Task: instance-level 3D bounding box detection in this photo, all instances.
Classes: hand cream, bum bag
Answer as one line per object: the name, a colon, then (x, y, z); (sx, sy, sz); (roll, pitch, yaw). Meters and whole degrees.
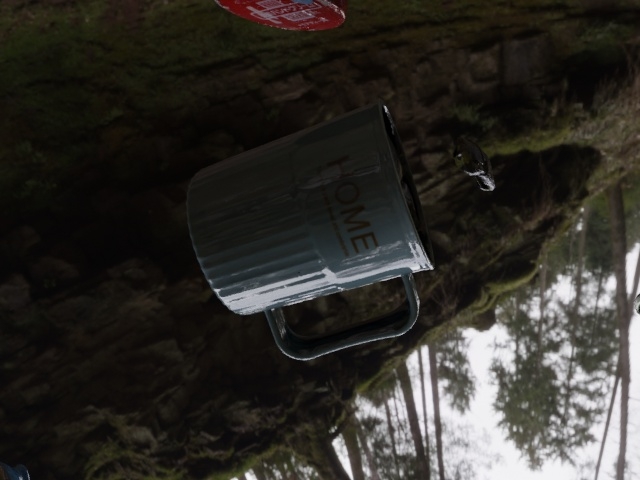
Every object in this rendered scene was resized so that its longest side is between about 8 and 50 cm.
hand cream: (-0.056, -0.439, 1.001); (0.230, 0.149, 0.230); (7, -177, 0)
bum bag: (0.384, -0.192, 1.565); (0.060, 0.232, 0.107); (-21, -109, 25)

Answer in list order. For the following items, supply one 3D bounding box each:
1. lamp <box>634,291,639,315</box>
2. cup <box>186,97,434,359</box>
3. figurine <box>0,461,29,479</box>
lamp: (0.298, -0.036, 0.292); (0.283, 0.203, 0.124); (-32, -104, -21)
cup: (-0.001, -0.016, 0.979); (0.311, 0.331, 0.257); (-17, -140, 14)
figurine: (-0.482, 0.399, 0.835); (0.180, 0.154, 0.262); (35, -148, 21)
